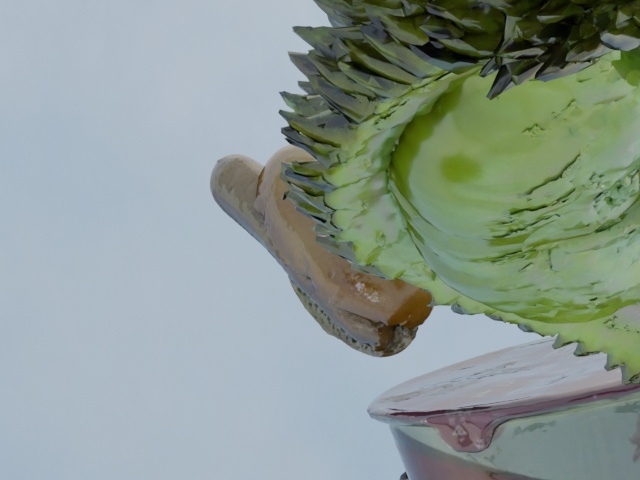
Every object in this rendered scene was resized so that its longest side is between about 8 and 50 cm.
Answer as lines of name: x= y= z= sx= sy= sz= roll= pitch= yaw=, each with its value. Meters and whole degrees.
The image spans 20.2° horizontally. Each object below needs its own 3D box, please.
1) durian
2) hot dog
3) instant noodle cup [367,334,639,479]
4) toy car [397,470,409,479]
durian: x=0.081 y=-0.062 z=0.560 sx=0.169 sy=0.352 sz=0.158 roll=20 pitch=-109 yaw=13
hot dog: x=0.000 y=-0.001 z=0.909 sx=0.060 sy=0.090 sz=0.140 roll=-31 pitch=-107 yaw=-13
instant noodle cup: x=0.154 y=0.140 z=0.907 sx=0.234 sy=0.235 sz=0.179 roll=-13 pitch=-87 yaw=-8
toy car: x=0.078 y=0.151 z=1.028 sx=0.041 sy=0.093 sz=0.025 roll=21 pitch=-87 yaw=39
